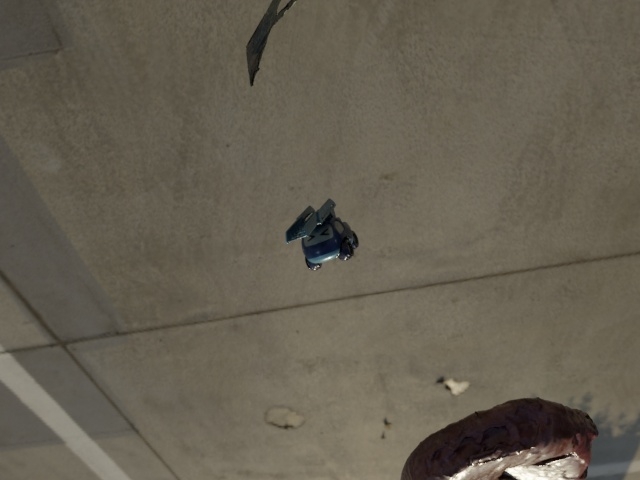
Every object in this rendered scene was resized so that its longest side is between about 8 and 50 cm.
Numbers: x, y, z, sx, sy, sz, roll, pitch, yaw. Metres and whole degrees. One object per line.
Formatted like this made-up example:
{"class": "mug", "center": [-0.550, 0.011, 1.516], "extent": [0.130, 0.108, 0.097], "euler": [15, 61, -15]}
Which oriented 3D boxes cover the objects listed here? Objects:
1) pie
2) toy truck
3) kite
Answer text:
{"class": "pie", "center": [0.157, 0.199, 0.497], "extent": [0.182, 0.049, 0.182], "euler": [-8, 134, -8]}
{"class": "toy truck", "center": [0.000, 0.000, 0.675], "extent": [0.063, 0.136, 0.074], "euler": [-20, 103, 18]}
{"class": "kite", "center": [-0.117, -0.508, 1.329], "extent": [0.011, 0.335, 0.314], "euler": [21, 167, -26]}
